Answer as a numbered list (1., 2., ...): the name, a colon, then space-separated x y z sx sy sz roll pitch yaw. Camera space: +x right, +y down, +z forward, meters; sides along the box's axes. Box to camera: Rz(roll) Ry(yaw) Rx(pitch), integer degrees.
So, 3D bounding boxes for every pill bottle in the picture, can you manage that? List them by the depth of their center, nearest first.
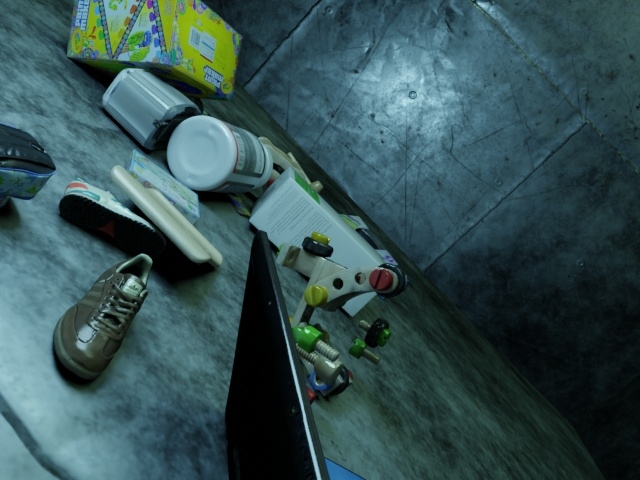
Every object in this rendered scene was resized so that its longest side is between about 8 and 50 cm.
1. pill bottle: -0.223 -0.193 1.251 0.161 0.161 0.283 47 12 7

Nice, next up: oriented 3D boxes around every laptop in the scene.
1. laptop: 0.040 0.262 0.502 0.236 0.408 0.382 4 27 -16

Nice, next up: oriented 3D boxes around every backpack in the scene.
1. backpack: -0.374 -0.088 0.596 0.105 0.084 0.114 50 18 18

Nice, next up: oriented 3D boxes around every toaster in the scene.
1. toaster: -0.372 -0.287 1.159 0.146 0.129 0.227 41 14 -4

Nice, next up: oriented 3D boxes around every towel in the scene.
1. towel: -0.203 -0.087 1.331 0.083 0.009 0.060 53 15 30

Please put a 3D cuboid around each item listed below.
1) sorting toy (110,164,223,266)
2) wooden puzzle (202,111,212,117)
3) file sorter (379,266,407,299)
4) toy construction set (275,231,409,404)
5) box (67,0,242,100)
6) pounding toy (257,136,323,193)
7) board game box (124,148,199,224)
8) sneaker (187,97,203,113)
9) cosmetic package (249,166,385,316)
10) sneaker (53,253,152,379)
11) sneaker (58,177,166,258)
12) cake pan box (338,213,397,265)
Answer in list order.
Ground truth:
1. sorting toy: -0.243 -0.026 0.852 0.193 0.038 0.208 45 -4 0
2. wooden puzzle: -0.397 -0.433 1.805 0.116 0.014 0.079 40 13 -21
3. file sorter: 0.204 0.102 1.831 0.170 0.104 0.118 47 12 11
4. toy construction set: -0.023 0.121 0.902 0.237 0.258 0.308 31 30 22
5. box: -0.390 -0.475 1.287 0.278 0.177 0.290 11 2 19
6. pounding toy: -0.135 -0.182 1.520 0.269 0.154 0.155 37 14 -29
7. board game box: -0.302 -0.101 1.011 0.154 0.026 0.103 38 14 -29
8. sneaker: -0.457 -0.459 1.539 0.286 0.109 0.130 50 1 -12
9. cosmetic package: 0.000 0.000 1.364 0.365 0.155 0.197 42 9 -15
10. sneaker: -0.232 0.070 0.582 0.066 0.071 0.188 40 13 -23
11. sneaker: -0.292 -0.037 0.763 0.161 0.057 0.075 33 23 -35
12. cake pan box: 0.091 0.013 1.680 0.266 0.070 0.246 6 40 -44
